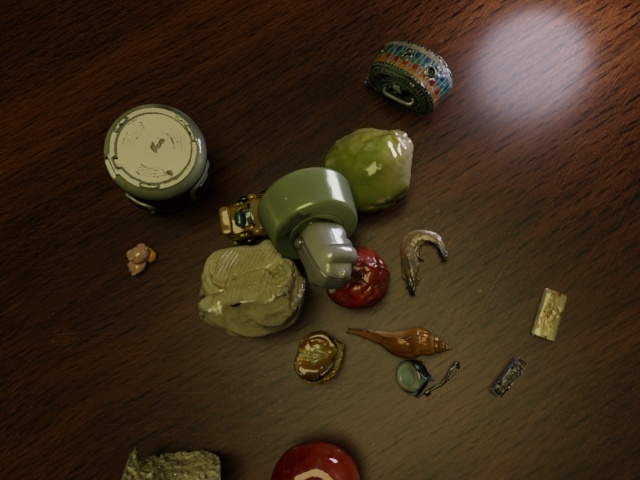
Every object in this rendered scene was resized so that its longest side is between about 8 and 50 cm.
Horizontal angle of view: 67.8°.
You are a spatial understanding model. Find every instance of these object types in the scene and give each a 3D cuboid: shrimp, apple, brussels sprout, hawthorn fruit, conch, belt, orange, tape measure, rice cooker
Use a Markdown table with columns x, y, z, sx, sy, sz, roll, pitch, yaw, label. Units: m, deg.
| x | y | z | sx | sy | sz | roll | pitch | yaw | label |
| --- | --- | --- | --- | --- | --- | --- | --- | --- | --- |
| 0.332 | 0.072 | 1.531 | 0.152 | 0.046 | 0.219 | 1 | 76 | 12 | shrimp |
| -0.009 | 0.700 | 1.335 | 0.261 | 0.216 | 0.260 | -2 | 76 | 7 | apple |
| 0.163 | -0.225 | 1.541 | 0.317 | 0.242 | 0.273 | -19 | 50 | -2 | brussels sprout |
| 0.111 | 0.116 | 1.449 | 0.208 | 0.243 | 0.207 | 0 | 83 | 3 | hawthorn fruit |
| 0.233 | 0.314 | 1.463 | 0.331 | 0.109 | 0.093 | -1 | 106 | 22 | conch |
| 0.285 | -0.545 | 1.608 | 0.295 | 0.207 | 0.160 | 36 | 82 | 17 | belt |
| -0.008 | 0.367 | 1.474 | 0.170 | 0.112 | 0.160 | -21 | 61 | -21 | orange |
| 0.326 | 0.404 | 1.455 | 0.180 | 0.104 | 0.107 | -10 | 42 | -29 | tape measure |
| -0.531 | -0.259 | 1.603 | 0.336 | 0.325 | 0.334 | 1 | 84 | -10 | rice cooker |

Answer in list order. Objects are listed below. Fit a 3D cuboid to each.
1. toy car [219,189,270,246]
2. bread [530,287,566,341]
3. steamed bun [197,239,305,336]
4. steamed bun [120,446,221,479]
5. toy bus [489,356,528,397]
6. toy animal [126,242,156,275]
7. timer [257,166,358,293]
| x | y | z | sx | sy | sz | roll | pitch | yaw | label |
| --- | --- | --- | --- | --- | --- | --- | --- | --- | --- |
| -0.218 | -0.075 | 1.598 | 0.248 | 0.142 | 0.200 | -14 | 75 | 7 | toy car |
| 0.693 | 0.227 | 1.446 | 0.068 | 0.028 | 0.153 | 20 | 82 | 11 | bread |
| -0.201 | 0.181 | 1.487 | 0.347 | 0.237 | 0.394 | -41 | 41 | -23 | steamed bun |
| -0.406 | 0.735 | 1.359 | 0.273 | 0.290 | 0.273 | -9 | 93 | 0 | steamed bun |
| 0.556 | 0.403 | 1.409 | 0.037 | 0.052 | 0.130 | 39 | 87 | 11 | toy bus |
| -0.644 | 0.056 | 1.662 | 0.091 | 0.082 | 0.114 | 42 | 86 | 17 | toy animal |
| 0.000 | 0.000 | 1.345 | 0.291 | 0.290 | 0.315 | -25 | 56 | 2 | timer |
